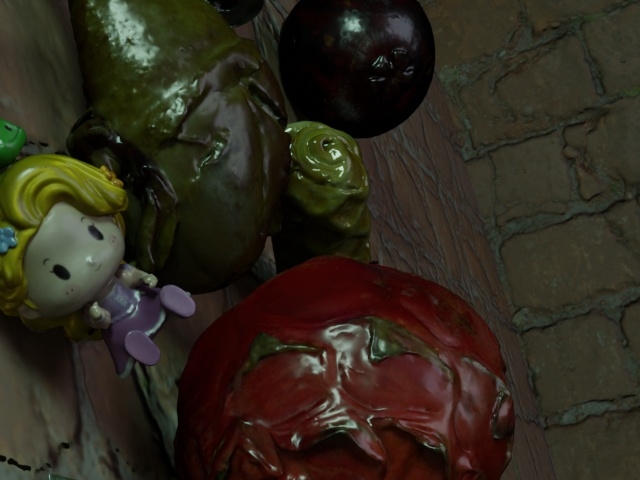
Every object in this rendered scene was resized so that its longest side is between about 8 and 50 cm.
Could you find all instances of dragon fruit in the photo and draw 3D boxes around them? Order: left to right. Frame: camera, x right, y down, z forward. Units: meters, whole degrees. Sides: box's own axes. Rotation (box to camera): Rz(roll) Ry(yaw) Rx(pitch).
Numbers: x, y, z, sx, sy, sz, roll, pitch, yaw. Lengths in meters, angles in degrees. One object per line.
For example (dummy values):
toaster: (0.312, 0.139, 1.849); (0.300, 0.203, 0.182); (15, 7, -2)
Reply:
dragon fruit: (0.019, 0.124, 0.741); (0.252, 0.241, 0.241); (-34, 106, -43)

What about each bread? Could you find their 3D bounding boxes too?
bread: (0.000, 0.001, 0.940); (0.269, 0.087, 0.098); (85, -4, -53)

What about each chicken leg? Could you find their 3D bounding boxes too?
chicken leg: (-0.113, -0.140, 0.776); (0.211, 0.140, 0.361); (-17, 91, -66)

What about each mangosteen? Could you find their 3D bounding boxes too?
mangosteen: (0.040, -0.225, 1.301); (0.210, 0.210, 0.210); (-19, 90, -74)

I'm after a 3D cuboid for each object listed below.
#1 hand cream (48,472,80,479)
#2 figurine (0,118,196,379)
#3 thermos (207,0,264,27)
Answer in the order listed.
hand cream: (-0.086, 0.276, 0.560); (0.111, 0.070, 0.312); (38, 28, -59)
figurine: (-0.154, 0.005, 0.608); (0.156, 0.115, 0.095); (43, 60, -20)
thermos: (-0.112, -0.313, 1.116); (0.073, 0.083, 0.188); (86, -6, -58)
